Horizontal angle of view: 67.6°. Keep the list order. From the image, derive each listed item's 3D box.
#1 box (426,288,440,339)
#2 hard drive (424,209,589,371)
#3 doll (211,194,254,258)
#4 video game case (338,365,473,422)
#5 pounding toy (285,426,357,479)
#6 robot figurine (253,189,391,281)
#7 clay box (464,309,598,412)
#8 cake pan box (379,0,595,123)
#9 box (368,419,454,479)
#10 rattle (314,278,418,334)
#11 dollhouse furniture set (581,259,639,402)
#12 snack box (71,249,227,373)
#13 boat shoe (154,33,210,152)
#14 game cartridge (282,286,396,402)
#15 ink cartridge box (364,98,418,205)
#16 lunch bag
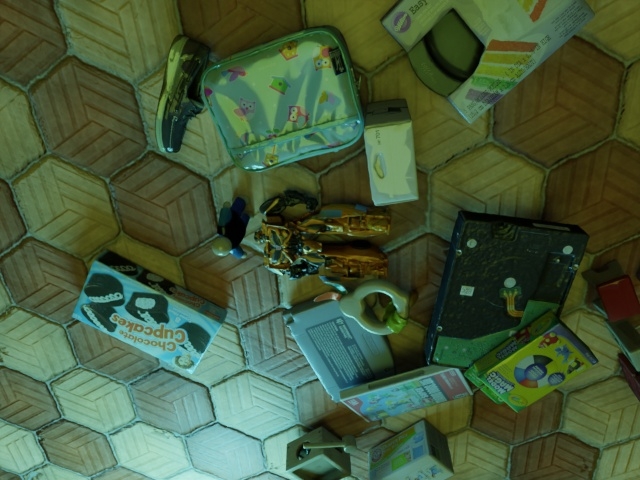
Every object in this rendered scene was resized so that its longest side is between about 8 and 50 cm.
[{"bbox_3d":[0.347,0.195,1.079,0.180,0.077,0.147,8,115,1],"label":"box"},{"bbox_3d":[0.359,0.115,0.962,0.237,0.064,0.338,7,114,2],"label":"hard drive"},{"bbox_3d":[-0.173,-0.022,0.956,0.046,0.189,0.129,-8,115,9],"label":"doll"},{"bbox_3d":[0.213,0.372,1.163,0.285,0.025,0.204,-21,139,15],"label":"video game case"},{"bbox_3d":[0.009,0.549,1.269,0.206,0.094,0.181,-34,118,19],"label":"pounding toy"},{"bbox_3d":[0.000,0.000,1.010,0.291,0.085,0.211,1,116,5],"label":"robot figurine"},{"bbox_3d":[0.415,0.254,0.958,0.127,0.053,0.222,41,110,-13],"label":"clay box"},{"bbox_3d":[0.271,-0.373,0.812,0.267,0.070,0.246,-40,105,22],"label":"cake pan box"},{"bbox_3d":[0.233,0.588,1.265,0.203,0.114,0.103,-41,109,22],"label":"box"},{"bbox_3d":[0.105,0.117,1.052,0.200,0.142,0.130,8,128,20],"label":"rattle"},{"bbox_3d":[0.738,0.206,1.009,0.201,0.152,0.374,-26,111,17],"label":"dollhouse furniture set"},{"bbox_3d":[-0.409,0.177,1.149,0.322,0.060,0.187,29,116,-9],"label":"snack box"},{"bbox_3d":[-0.258,-0.266,0.905,0.074,0.080,0.223,18,112,2],"label":"boat shoe"},{"bbox_3d":[0.062,0.256,1.151,0.198,0.062,0.297,-23,112,11],"label":"game cartridge"},{"bbox_3d":[0.125,-0.164,0.858,0.082,0.190,0.139,-6,116,8],"label":"ink cartridge box"},{"bbox_3d":[-0.058,-0.252,0.877,0.279,0.108,0.224,-14,114,11],"label":"lunch bag"}]
